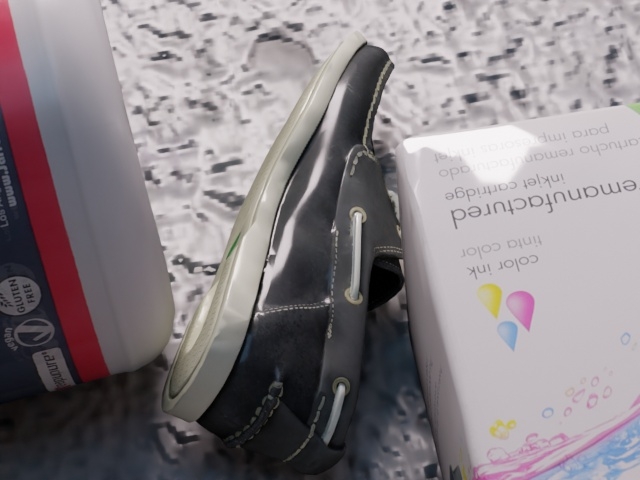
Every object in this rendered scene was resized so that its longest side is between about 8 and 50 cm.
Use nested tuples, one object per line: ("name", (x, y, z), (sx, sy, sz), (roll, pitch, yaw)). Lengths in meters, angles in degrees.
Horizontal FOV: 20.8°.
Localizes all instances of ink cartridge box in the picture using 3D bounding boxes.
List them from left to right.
("ink cartridge box", (0.157, 0.110, 0.618), (0.207, 0.119, 0.353), (-9, 50, -3))

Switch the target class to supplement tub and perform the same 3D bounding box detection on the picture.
("supplement tub", (-0.209, -0.010, 0.716), (0.272, 0.191, 0.191), (-14, 49, -6))

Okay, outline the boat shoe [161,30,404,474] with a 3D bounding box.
("boat shoe", (0.000, 0.000, 0.771), (0.079, 0.084, 0.233), (25, 47, -8))
